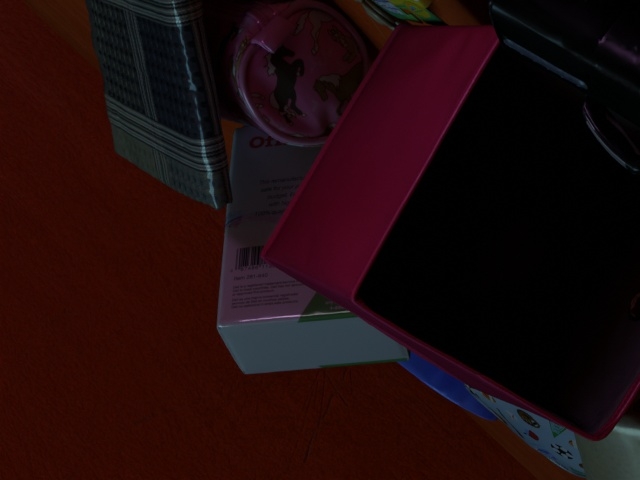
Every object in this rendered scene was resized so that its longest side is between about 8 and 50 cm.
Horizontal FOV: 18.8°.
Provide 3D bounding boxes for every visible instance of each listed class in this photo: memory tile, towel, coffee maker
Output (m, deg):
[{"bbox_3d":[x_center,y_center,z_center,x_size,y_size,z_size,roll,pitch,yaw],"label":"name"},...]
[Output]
[{"bbox_3d":[0.035,-0.235,1.815,0.148,0.012,0.113,45,-167,26],"label":"memory tile"},{"bbox_3d":[-0.187,-0.213,2.176,0.324,0.056,0.312,29,133,60],"label":"towel"},{"bbox_3d":[0.214,-0.149,1.307,0.178,0.120,0.171,36,147,29],"label":"coffee maker"}]

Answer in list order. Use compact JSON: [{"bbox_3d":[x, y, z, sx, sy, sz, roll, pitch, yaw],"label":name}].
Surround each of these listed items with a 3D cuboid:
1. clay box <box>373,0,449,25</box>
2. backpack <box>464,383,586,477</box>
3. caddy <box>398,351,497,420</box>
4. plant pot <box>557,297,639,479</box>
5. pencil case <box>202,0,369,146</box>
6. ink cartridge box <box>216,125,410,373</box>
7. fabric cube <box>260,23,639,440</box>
[{"bbox_3d":[0.029,-0.274,1.649,0.222,0.053,0.127,43,173,-25],"label":"clay box"},{"bbox_3d":[0.304,0.139,2.069,0.263,0.213,0.276,32,171,-10],"label":"backpack"},{"bbox_3d":[0.182,0.075,2.377,0.341,0.179,0.241,37,-165,29],"label":"caddy"},{"bbox_3d":[0.364,0.186,1.735,0.334,0.334,0.305,32,156,51],"label":"plant pot"},{"bbox_3d":[-0.083,-0.207,2.188,0.167,0.160,0.386,8,-172,-26],"label":"pencil case"},{"bbox_3d":[0.000,0.000,2.222,0.201,0.278,0.117,-6,146,13],"label":"ink cartridge box"},{"bbox_3d":[0.146,-0.014,1.629,0.259,0.254,0.258,31,175,-18],"label":"fabric cube"}]
